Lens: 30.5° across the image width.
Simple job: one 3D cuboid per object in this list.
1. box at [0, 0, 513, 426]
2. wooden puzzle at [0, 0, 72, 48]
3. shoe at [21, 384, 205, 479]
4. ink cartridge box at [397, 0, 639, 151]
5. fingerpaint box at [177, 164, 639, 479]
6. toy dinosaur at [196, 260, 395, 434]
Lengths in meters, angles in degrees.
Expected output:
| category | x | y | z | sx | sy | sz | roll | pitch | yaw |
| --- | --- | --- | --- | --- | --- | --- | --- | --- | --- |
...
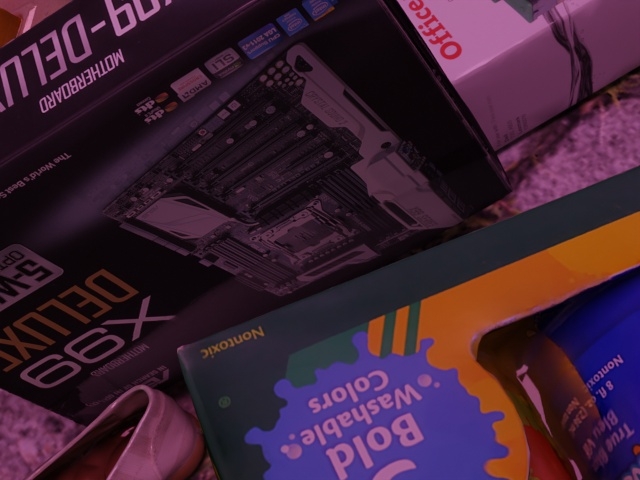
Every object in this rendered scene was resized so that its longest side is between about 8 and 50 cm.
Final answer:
| category | x | y | z | sx | sy | sz | roll | pitch | yaw |
| --- | --- | --- | --- | --- | --- | --- | --- | --- | --- |
| box | -0.078 | -0.027 | 0.630 | 0.307 | 0.242 | 0.076 | -30 | 56 | 12 |
| wooden puzzle | -0.176 | -0.141 | 0.826 | 0.348 | 0.080 | 0.322 | -47 | 58 | 6 |
| shoe | -0.168 | 0.167 | 0.698 | 0.219 | 0.058 | 0.076 | -41 | 56 | -11 |
| ink cartridge box | 0.141 | -0.175 | 0.800 | 0.219 | 0.092 | 0.160 | -31 | 54 | -4 |
| fingerpaint box | 0.213 | 0.141 | 0.492 | 0.445 | 0.163 | 0.371 | -21 | 54 | -9 |
| toy dinosaur | 0.000 | 0.000 | 0.758 | 0.118 | 0.064 | 0.268 | -2 | 62 | 20 |
